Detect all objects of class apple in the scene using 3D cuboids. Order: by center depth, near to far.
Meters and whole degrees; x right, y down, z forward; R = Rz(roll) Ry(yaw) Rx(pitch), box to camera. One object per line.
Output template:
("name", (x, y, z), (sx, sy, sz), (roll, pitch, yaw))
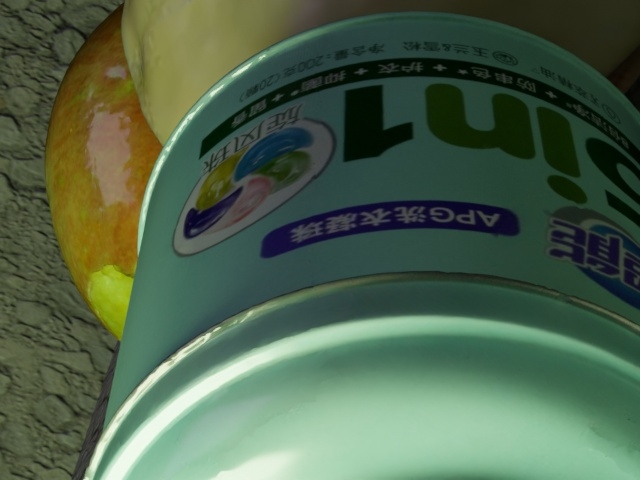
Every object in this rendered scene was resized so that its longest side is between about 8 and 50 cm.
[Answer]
("apple", (-0.047, -0.045, 1.330), (0.339, 0.339, 0.340), (-159, 90, -78))

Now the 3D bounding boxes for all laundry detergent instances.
("laundry detergent", (0.044, 0.090, 0.770), (0.305, 0.287, 0.287), (-88, 22, -58))

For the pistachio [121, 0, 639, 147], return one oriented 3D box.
("pistachio", (0.066, -0.194, 1.042), (0.445, 0.281, 0.365), (-32, 56, 27))
